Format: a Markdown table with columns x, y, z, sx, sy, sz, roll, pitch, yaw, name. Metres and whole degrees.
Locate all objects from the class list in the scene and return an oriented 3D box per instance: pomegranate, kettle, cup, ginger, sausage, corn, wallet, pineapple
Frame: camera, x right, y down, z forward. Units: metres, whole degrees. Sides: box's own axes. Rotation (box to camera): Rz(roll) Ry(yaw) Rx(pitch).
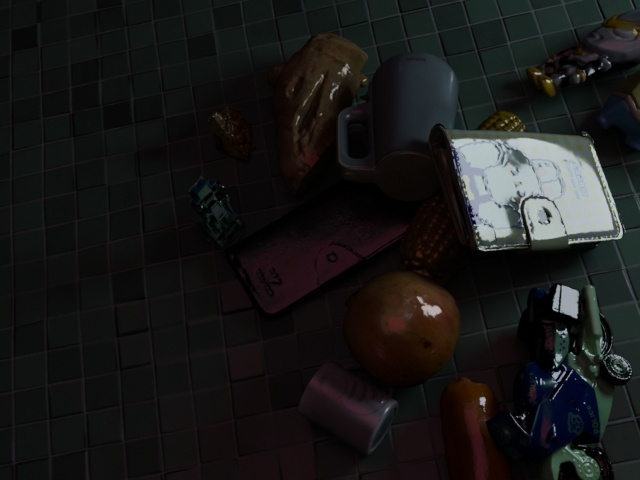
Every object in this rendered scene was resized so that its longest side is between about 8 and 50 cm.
| x | y | z | sx | sy | sz | roll | pitch | yaw | name |
| --- | --- | --- | --- | --- | --- | --- | --- | --- | --- |
| 0.127 | 0.135 | 1.367 | 0.191 | 0.191 | 0.191 | -3 | 64 | 7 | pomegranate |
| 0.129 | -0.192 | 1.500 | 0.211 | 0.160 | 0.243 | 7 | 48 | 3 | kettle |
| 0.054 | 0.248 | 1.373 | 0.133 | 0.099 | 0.136 | 29 | 73 | 21 | cup |
| -0.012 | -0.238 | 1.601 | 0.190 | 0.126 | 0.354 | 7 | 63 | -2 | ginger |
| 0.239 | 0.322 | 1.316 | 0.098 | 0.098 | 0.238 | -8 | 65 | 4 | sausage |
| 0.246 | -0.073 | 1.492 | 0.120 | 0.120 | 0.363 | 26 | 67 | 19 | corn |
| 0.335 | -0.082 | 1.418 | 0.309 | 0.077 | 0.223 | -2 | 72 | -28 | wallet |
| -0.180 | -0.209 | 1.633 | 0.077 | 0.114 | 0.114 | -18 | 57 | 20 | pineapple |
| 0.000 | 0.000 | 1.531 | 0.318 | 0.045 | 0.172 | -31 | 63 | -5 | wallet |

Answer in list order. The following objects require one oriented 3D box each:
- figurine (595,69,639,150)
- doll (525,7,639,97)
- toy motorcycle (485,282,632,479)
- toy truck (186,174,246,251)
| x | y | z | sx | sy | sz | roll | pitch | yaw | name |
| --- | --- | --- | --- | --- | --- | --- | --- | --- | --- |
| 0.627 | -0.242 | 1.516 | 0.262 | 0.154 | 0.180 | -38 | 73 | 9 | figurine |
| 0.536 | -0.354 | 1.596 | 0.316 | 0.145 | 0.103 | -26 | 97 | 2 | doll |
| 0.350 | 0.222 | 1.300 | 0.196 | 0.125 | 0.331 | 17 | 59 | -9 | toy motorcycle |
| -0.195 | -0.055 | 1.515 | 0.081 | 0.175 | 0.067 | 33 | 73 | 27 | toy truck |
